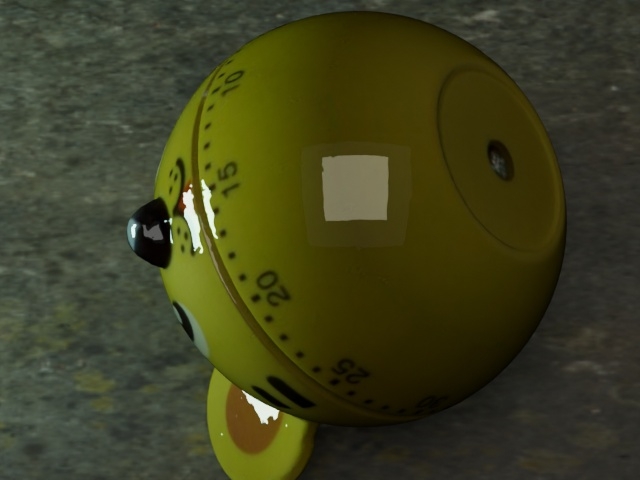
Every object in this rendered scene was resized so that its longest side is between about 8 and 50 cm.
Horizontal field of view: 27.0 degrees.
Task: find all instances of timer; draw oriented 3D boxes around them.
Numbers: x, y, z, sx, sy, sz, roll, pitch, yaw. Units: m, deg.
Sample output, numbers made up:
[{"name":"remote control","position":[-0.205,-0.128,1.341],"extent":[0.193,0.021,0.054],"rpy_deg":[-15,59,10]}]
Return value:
[{"name":"timer","position":[0.000,0.000,1.110],"extent":[0.387,0.376,0.376],"rpy_deg":[-27,65,40]}]
